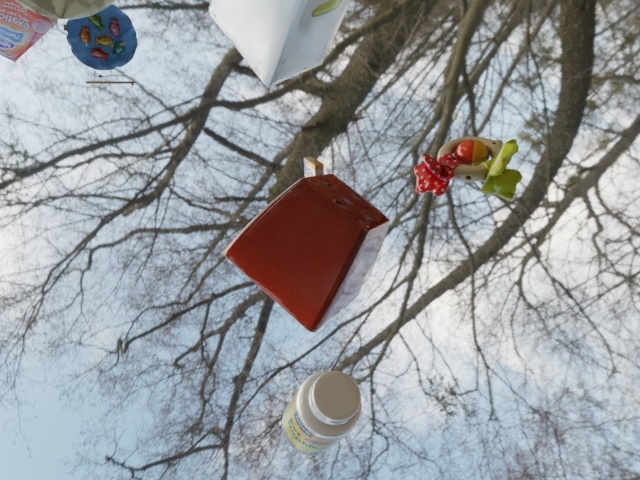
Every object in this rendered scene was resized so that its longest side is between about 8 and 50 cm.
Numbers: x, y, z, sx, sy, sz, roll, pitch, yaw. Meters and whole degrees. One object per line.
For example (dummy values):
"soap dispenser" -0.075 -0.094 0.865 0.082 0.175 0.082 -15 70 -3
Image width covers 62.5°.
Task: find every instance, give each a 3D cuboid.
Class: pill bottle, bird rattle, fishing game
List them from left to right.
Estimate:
"fishing game" -0.606 -0.563 1.456 0.189 0.263 0.041 0 -155 -16
"pill bottle" 0.003 0.310 0.953 0.118 0.215 0.117 7 -124 -11
"bird rattle" 0.362 -0.185 1.301 0.254 0.143 0.206 -1 -141 22

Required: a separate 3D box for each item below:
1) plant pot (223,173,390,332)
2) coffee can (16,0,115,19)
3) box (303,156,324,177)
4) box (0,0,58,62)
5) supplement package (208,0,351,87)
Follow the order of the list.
"plant pot" 0.000 0.000 1.178 0.267 0.235 0.267 41 -157 12
"coffee can" -0.416 -0.467 0.752 0.202 0.201 0.275 -19 -129 -38
"box" -0.015 -0.143 1.379 0.028 0.136 0.081 -10 -155 -20
"box" -0.688 -0.560 1.131 0.142 0.154 0.299 26 -141 -57
"supplement package" -0.067 -0.447 0.929 0.145 0.262 0.204 -33 -99 -28
